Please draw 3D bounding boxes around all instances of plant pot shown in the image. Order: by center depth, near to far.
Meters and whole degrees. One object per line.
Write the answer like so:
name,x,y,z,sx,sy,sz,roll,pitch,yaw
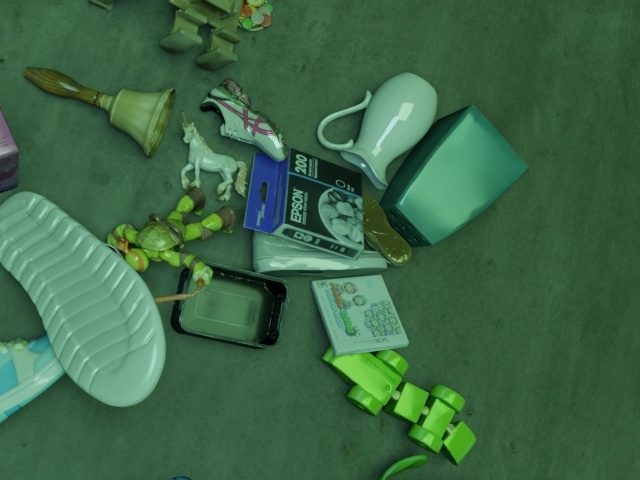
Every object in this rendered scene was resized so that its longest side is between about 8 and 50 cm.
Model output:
plant pot,0.234,-0.107,1.514,0.166,0.165,0.234,46,77,-9

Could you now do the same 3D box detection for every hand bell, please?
hand bell,-0.380,-0.242,1.337,0.242,0.126,0.126,21,75,-5

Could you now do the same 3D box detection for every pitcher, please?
pitcher,0.110,-0.228,1.511,0.177,0.125,0.207,35,82,3

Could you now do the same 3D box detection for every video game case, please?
video game case,0.070,0.133,1.446,0.143,0.019,0.157,-4,51,-21

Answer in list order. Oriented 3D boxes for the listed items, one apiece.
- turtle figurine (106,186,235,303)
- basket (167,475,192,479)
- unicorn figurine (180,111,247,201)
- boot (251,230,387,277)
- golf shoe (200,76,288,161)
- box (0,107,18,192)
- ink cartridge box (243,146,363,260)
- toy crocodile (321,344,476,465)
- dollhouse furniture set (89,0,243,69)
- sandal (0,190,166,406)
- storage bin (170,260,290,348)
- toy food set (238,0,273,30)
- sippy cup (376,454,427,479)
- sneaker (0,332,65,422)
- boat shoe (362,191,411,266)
turtle figurine,-0.260,-0.011,1.308,0.217,0.269,0.087,-41,139,-42
basket,-0.265,0.531,1.200,0.254,0.201,0.289,-22,100,-21
unicorn figurine,-0.202,-0.138,1.407,0.161,0.060,0.111,23,71,-33
boot,0.000,0.000,1.441,0.258,0.095,0.124,2,76,-24
golf shoe,-0.135,-0.202,1.427,0.086,0.067,0.186,-42,80,-11
box,-0.567,-0.119,1.157,0.213,0.243,0.117,-23,91,-23
ink cartridge box,-0.024,-0.075,1.408,0.208,0.045,0.206,17,43,-14
toy crocodile,0.149,0.292,1.459,0.340,0.105,0.115,35,72,-8
dollhouse furniture set,-0.256,-0.439,1.402,0.242,0.161,0.212,21,74,-37
sandal,-0.358,0.075,1.223,0.169,0.102,0.416,-42,67,1
storage bin,-0.156,0.114,1.368,0.180,0.084,0.122,14,78,-18
toy food set,-0.129,-0.433,1.492,0.083,0.020,0.083,-32,94,-22
sippy cup,0.226,0.543,1.388,0.224,0.240,0.306,-9,94,-32
sneaker,-0.518,0.170,1.198,0.319,0.127,0.208,-37,97,-22
boat shoe,0.105,-0.016,1.502,0.063,0.059,0.170,-31,73,-15
